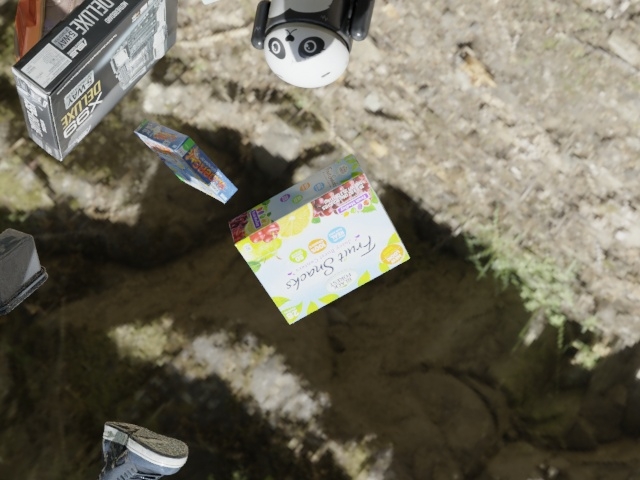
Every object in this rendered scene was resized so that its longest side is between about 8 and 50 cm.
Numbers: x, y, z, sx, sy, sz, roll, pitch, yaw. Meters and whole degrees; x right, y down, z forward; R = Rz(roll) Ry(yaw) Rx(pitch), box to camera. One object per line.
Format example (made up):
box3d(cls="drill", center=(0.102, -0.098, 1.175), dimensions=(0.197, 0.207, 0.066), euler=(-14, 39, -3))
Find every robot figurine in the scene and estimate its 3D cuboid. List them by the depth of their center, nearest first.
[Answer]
box3d(cls="robot figurine", center=(-0.015, -0.431, 1.899), dimensions=(0.174, 0.278, 0.209), euler=(17, 161, -21))

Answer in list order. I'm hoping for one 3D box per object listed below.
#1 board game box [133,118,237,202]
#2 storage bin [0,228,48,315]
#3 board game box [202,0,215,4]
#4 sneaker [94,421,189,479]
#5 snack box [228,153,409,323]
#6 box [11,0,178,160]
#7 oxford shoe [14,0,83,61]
box3d(cls="board game box", center=(-0.239, -0.142, 1.741), dimensions=(0.136, 0.035, 0.201), euler=(48, 169, -31))
box3d(cls="storage bin", center=(-0.536, 0.045, 1.667), dimensions=(0.098, 0.135, 0.091), euler=(17, 127, 19))
box3d(cls="board game box", center=(-0.181, -0.511, 1.377), dimensions=(0.303, 0.098, 0.224), euler=(58, -164, -69))
box3d(cls="sneaker", center=(-0.257, 0.347, 1.377), dimensions=(0.086, 0.163, 0.226), euler=(16, 170, -27))
box3d(cls="snack box", center=(0.000, 0.000, 1.435), dimensions=(0.174, 0.207, 0.070), euler=(60, -175, -35))
box3d(cls="box", center=(-0.352, -0.299, 1.590), dimensions=(0.076, 0.307, 0.242), euler=(37, 158, 4))
box3d(cls="oxford shoe", center=(-0.495, -0.489, 1.906), dimensions=(0.363, 0.133, 0.130), euler=(-57, 43, 45))
